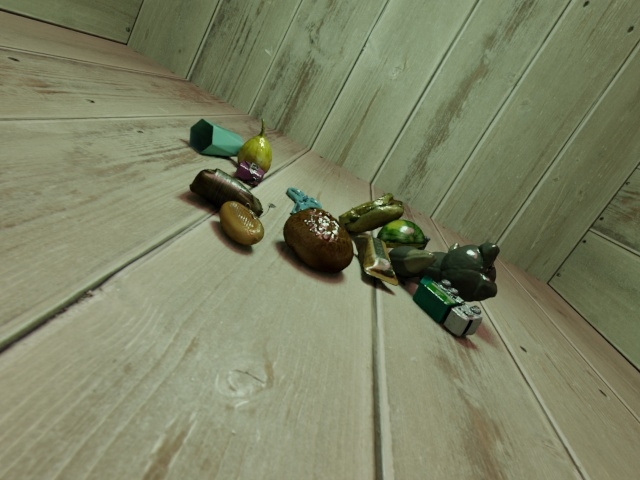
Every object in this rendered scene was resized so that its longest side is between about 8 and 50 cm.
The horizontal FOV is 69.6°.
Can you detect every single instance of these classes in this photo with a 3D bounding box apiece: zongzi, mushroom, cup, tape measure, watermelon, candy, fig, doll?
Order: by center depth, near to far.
[{"bbox_3d":[0.000,0.000,1.481,0.253,0.153,0.253,30,25,-16],"label":"mushroom"},{"bbox_3d":[-0.287,-0.152,1.520,0.247,0.111,0.241,32,9,-10],"label":"zongzi"},{"bbox_3d":[0.203,0.075,1.686,0.143,0.101,0.271,19,24,-14],"label":"candy"},{"bbox_3d":[0.484,0.129,1.770,0.378,0.252,0.382,-3,-6,-26],"label":"doll"},{"bbox_3d":[-0.295,-0.282,1.927,0.118,0.074,0.125,26,19,-17],"label":"tape measure"},{"bbox_3d":[0.334,-0.024,1.936,0.204,0.127,0.232,2,-5,-2],"label":"watermelon"},{"bbox_3d":[-0.445,-0.438,2.037,0.148,0.134,0.235,41,18,24],"label":"cup"},{"bbox_3d":[-0.282,-0.421,2.060,0.159,0.257,0.159,13,24,-6],"label":"fig"}]

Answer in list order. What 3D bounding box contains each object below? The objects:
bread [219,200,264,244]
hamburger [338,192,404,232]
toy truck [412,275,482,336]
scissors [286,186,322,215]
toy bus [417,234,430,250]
[{"bbox_3d":[-0.231,-0.043,1.333,0.114,0.077,0.189,-7,36,-32],"label":"bread"},{"bbox_3d":[0.231,-0.111,2.038,0.134,0.285,0.265,64,16,-7],"label":"hamburger"},{"bbox_3d":[0.436,0.226,1.616,0.124,0.114,0.253,-1,32,-36],"label":"toy truck"},{"bbox_3d":[-0.083,-0.160,2.001,0.180,0.032,0.393,29,17,-3],"label":"scissors"},{"bbox_3d":[0.473,0.007,2.346,0.108,0.096,0.199,34,19,29],"label":"toy bus"}]
